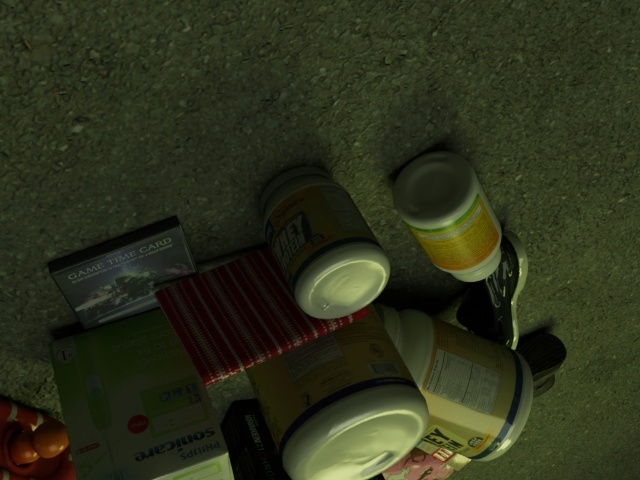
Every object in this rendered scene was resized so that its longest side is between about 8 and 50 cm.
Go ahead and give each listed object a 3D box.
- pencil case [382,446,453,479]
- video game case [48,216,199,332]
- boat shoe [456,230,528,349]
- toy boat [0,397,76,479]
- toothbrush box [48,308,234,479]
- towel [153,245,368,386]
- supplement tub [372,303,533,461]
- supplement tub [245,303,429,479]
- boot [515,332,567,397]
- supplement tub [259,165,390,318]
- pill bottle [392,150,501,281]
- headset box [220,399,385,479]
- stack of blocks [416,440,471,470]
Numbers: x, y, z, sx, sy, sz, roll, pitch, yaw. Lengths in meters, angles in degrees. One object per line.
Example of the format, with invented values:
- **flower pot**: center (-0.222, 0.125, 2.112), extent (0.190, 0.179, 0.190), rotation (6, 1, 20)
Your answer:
- **pencil case**: center (0.133, 0.530, 1.918), extent (0.386, 0.160, 0.167), rotation (-9, 172, -24)
- **video game case**: center (-0.280, 0.090, 1.269), extent (0.196, 0.026, 0.274), rotation (-21, 141, -9)
- **boat shoe**: center (0.324, 0.132, 1.606), extent (0.113, 0.127, 0.340), rotation (-16, 139, -14)
- **toy boat**: center (-0.468, 0.332, 1.309), extent (0.151, 0.151, 0.231), rotation (-18, 147, 19)
- **toothbrush box**: center (-0.270, 0.261, 1.219), extent (0.206, 0.283, 0.122), rotation (-16, 141, -13)
- **towel**: center (-0.088, 0.097, 1.227), extent (0.275, 0.199, 0.031), rotation (-22, 138, -21)
- **supplement tub**: center (0.211, 0.264, 1.533), extent (0.316, 0.228, 0.228), rotation (23, 124, -13)
- **supplement tub**: center (0.004, 0.204, 1.320), extent (0.241, 0.331, 0.241), rotation (-17, 140, -15)
- **boot**: center (0.428, 0.358, 1.945), extent (0.338, 0.118, 0.222), rotation (-17, 147, -6)
- **supplement tub**: center (0.000, 0.000, 1.194), extent (0.144, 0.199, 0.144), rotation (-17, 140, -15)
- **pill bottle**: center (0.222, -0.028, 1.351), extent (0.136, 0.136, 0.245), rotation (-33, 142, 6)
- **headset box**: center (-0.033, 0.449, 1.647), extent (0.283, 0.246, 0.131), rotation (1, 134, -31)
- **stack of blocks**: center (0.241, 0.355, 1.745), extent (0.297, 0.087, 0.171), rotation (33, 115, -21)
